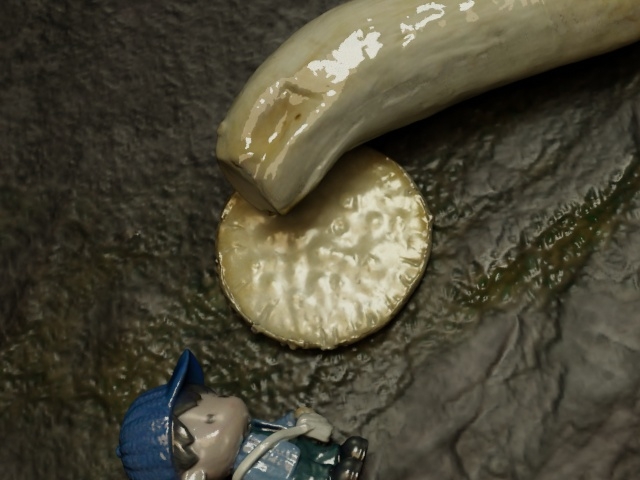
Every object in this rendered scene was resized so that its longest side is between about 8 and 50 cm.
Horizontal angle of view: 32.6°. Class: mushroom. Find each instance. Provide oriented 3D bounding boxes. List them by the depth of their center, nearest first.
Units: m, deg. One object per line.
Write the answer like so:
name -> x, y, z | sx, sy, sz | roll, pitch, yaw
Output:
mushroom -> 0.089, -0.131, 0.711 | 0.351, 0.095, 0.123 | -28, 60, -2

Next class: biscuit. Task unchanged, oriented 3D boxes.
biscuit -> 0.000, 0.000, 0.729 | 0.152, 0.020, 0.152 | -3, 72, 9

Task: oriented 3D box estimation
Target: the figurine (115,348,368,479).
figurine -> -0.049, 0.127, 0.675 | 0.149, 0.086, 0.087 | 17, 116, 3
